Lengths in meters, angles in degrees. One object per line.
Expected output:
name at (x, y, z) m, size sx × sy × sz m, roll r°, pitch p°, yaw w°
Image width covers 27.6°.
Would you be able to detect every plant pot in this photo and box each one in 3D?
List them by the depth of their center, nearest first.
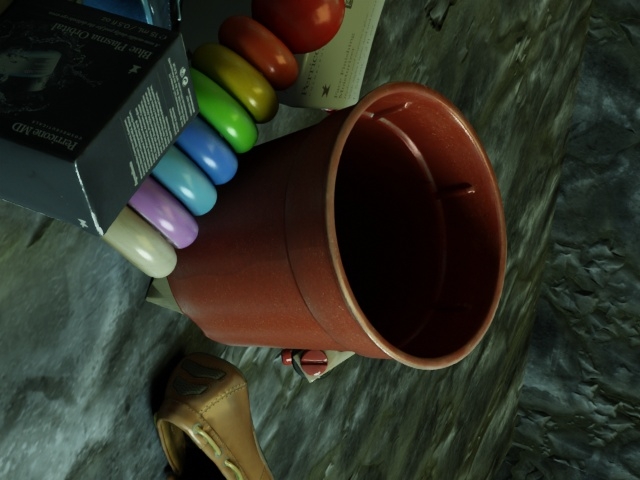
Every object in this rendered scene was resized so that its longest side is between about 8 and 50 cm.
plant pot at (0.000, 0.000, 1.303) m, size 0.272 × 0.265 × 0.272 m, roll 11°, pitch 75°, yaw -47°

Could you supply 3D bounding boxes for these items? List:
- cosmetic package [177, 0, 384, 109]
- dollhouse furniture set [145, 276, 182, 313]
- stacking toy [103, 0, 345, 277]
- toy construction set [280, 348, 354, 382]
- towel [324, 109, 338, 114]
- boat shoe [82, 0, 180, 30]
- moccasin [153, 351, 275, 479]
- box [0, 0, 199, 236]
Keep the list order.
cosmetic package at (-0.041, -0.230, 1.392) m, size 0.184 × 0.151 × 0.151 m, roll -13°, pitch 120°, yaw -67°
dollhouse furniture set at (-0.092, 0.001, 1.498) m, size 0.129 × 0.129 × 0.183 m, roll 5°, pitch 103°, yaw -70°
stacking toy at (-0.099, -0.129, 1.229) m, size 0.330 × 0.141 × 0.141 m, roll -50°, pitch 157°, yaw -7°
toy construction set at (0.063, 0.063, 1.718) m, size 0.309 × 0.237 × 0.257 m, roll 95°, pitch -16°, yaw -61°
towel at (0.024, -0.293, 1.547) m, size 0.199 × 0.031 × 0.275 m, roll -136°, pitch -121°, yaw -69°
boat shoe at (-0.155, -0.257, 1.129) m, size 0.089 × 0.109 × 0.258 m, roll -43°, pitch 150°, yaw -32°
moccasin at (-0.133, 0.316, 1.660) m, size 0.147 × 0.139 × 0.380 m, roll -54°, pitch 154°, yaw -38°
box at (-0.208, -0.107, 1.056) m, size 0.158 × 0.156 × 0.093 m, roll -58°, pitch 156°, yaw -32°
